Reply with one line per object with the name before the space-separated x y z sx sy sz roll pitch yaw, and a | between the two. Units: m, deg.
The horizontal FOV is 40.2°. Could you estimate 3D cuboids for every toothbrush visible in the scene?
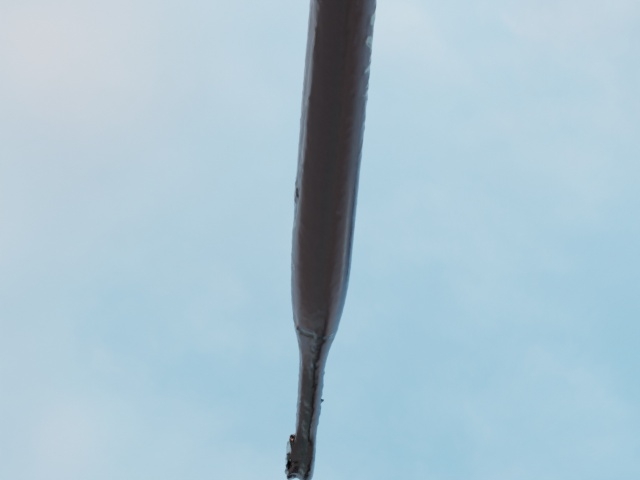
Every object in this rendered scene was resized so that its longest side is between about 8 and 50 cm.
toothbrush | 0.001 0.000 0.514 0.041 0.041 0.364 11 -61 12
